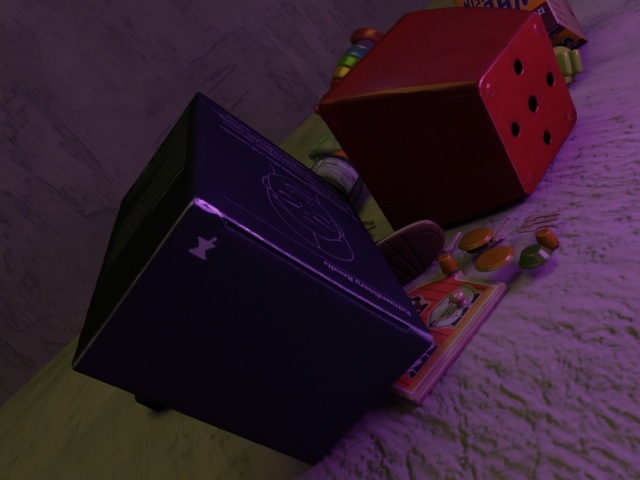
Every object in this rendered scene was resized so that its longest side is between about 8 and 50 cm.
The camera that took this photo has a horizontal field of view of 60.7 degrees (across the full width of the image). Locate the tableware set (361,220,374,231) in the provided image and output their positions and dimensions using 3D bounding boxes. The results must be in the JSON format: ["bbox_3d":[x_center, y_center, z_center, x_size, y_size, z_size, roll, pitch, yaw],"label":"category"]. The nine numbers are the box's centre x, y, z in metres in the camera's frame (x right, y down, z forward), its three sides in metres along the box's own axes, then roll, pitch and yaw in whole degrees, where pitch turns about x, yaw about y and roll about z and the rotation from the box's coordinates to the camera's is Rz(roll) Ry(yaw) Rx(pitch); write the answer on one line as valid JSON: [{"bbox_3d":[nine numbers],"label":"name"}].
[{"bbox_3d":[0.000,0.000,1.054,0.194,0.039,0.128,3,24,26],"label":"tableware set"}]

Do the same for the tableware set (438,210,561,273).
[{"bbox_3d":[0.211,0.013,0.657,0.154,0.024,0.104,-14,25,47],"label":"tableware set"}]

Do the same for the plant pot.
[{"bbox_3d":[0.210,-0.185,0.809,0.235,0.267,0.267,3,47,51],"label":"plant pot"}]

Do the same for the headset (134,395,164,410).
[{"bbox_3d":[-0.241,0.185,1.151,0.394,0.185,0.243,-56,20,6],"label":"headset"}]

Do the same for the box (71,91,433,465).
[{"bbox_3d":[-0.090,0.022,0.690,0.212,0.293,0.395,-50,26,14],"label":"box"}]

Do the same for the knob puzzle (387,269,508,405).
[{"bbox_3d":[0.110,0.101,0.672,0.213,0.030,0.213,-38,17,14],"label":"knob puzzle"}]

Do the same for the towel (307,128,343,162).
[{"bbox_3d":[0.122,-0.377,1.746,0.320,0.090,0.374,-43,16,-7],"label":"towel"}]

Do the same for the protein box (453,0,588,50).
[{"bbox_3d":[0.360,-0.426,1.007,0.136,0.201,0.199,-29,-11,38],"label":"protein box"}]

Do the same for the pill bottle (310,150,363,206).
[{"bbox_3d":[0.018,-0.106,1.226,0.130,0.130,0.246,-27,21,41],"label":"pill bottle"}]

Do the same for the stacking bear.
[{"bbox_3d":[0.099,-0.463,1.616,0.289,0.175,0.164,-56,11,-6],"label":"stacking bear"}]

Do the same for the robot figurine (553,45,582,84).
[{"bbox_3d":[0.395,-0.294,0.950,0.101,0.067,0.115,-19,7,-20],"label":"robot figurine"}]

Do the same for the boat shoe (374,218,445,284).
[{"bbox_3d":[0.082,0.038,0.809,0.223,0.080,0.073,-41,21,19],"label":"boat shoe"}]
